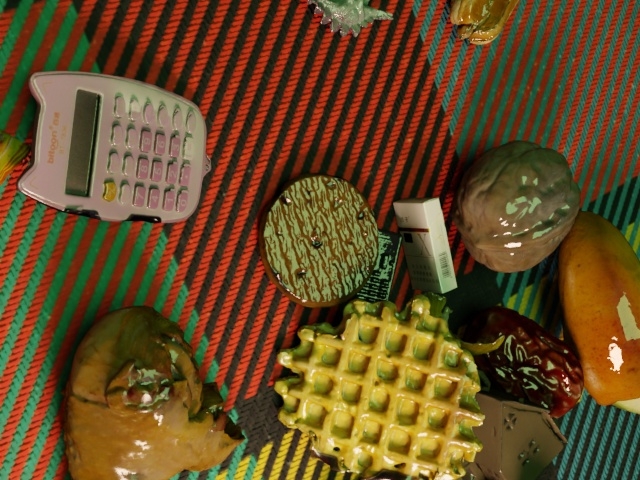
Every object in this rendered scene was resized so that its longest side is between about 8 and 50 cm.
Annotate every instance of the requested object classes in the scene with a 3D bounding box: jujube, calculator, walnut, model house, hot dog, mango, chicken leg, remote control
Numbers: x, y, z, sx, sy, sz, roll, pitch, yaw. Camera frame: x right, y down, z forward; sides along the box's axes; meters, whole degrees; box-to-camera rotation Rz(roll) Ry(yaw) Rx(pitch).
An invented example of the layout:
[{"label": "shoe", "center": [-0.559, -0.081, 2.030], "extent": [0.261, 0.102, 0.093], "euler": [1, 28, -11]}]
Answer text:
[{"label": "jujube", "center": [0.349, 0.211, 1.544], "extent": [0.230, 0.155, 0.155], "euler": [36, 74, -17]}, {"label": "calculator", "center": [-0.270, -0.121, 1.205], "extent": [0.294, 0.043, 0.194], "euler": [8, 87, -44]}, {"label": "walnut", "center": [0.322, -0.058, 1.488], "extent": [0.224, 0.224, 0.224], "euler": [-2, 93, -30]}, {"label": "model house", "center": [0.225, 0.287, 1.433], "extent": [0.204, 0.211, 0.243], "euler": [-44, 117, -23]}, {"label": "hot dog", "center": [0.304, -0.452, 1.527], "extent": [0.109, 0.072, 0.269], "euler": [37, 76, -28]}, {"label": "mango", "center": [0.524, 0.114, 1.609], "extent": [0.201, 0.199, 0.350], "euler": [-15, 92, -11]}, {"label": "chicken leg", "center": [-0.233, 0.298, 1.212], "extent": [0.295, 0.182, 0.409], "euler": [17, 88, -46]}, {"label": "remote control", "center": [0.079, 0.101, 1.438], "extent": [0.063, 0.025, 0.245], "euler": [14, 85, -1]}]

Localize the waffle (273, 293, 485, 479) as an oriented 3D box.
[{"label": "waffle", "center": [0.088, 0.239, 1.349], "extent": [0.312, 0.060, 0.307], "euler": [-19, 84, 9]}]

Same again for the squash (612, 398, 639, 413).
[{"label": "squash", "center": [0.675, 0.251, 1.669], "extent": [0.189, 0.260, 0.189], "euler": [-3, 96, -32]}]

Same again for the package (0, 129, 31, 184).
[{"label": "package", "center": [-0.494, -0.111, 1.061], "extent": [0.288, 0.108, 0.223], "euler": [51, 63, -32]}]

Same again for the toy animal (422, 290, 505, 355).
[{"label": "toy animal", "center": [0.205, 0.153, 1.491], "extent": [0.155, 0.219, 0.095], "euler": [50, 44, -61]}]

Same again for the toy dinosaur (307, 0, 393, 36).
[{"label": "toy dinosaur", "center": [0.026, -0.365, 1.387], "extent": [0.209, 0.039, 0.082], "euler": [9, 89, -30]}]

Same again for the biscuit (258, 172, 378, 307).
[{"label": "biscuit", "center": [0.000, 0.000, 1.384], "extent": [0.212, 0.036, 0.212], "euler": [-1, 92, -25]}]

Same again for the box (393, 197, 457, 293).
[{"label": "box", "center": [0.173, 0.006, 1.464], "extent": [0.040, 0.084, 0.154], "euler": [-19, 102, -26]}]
